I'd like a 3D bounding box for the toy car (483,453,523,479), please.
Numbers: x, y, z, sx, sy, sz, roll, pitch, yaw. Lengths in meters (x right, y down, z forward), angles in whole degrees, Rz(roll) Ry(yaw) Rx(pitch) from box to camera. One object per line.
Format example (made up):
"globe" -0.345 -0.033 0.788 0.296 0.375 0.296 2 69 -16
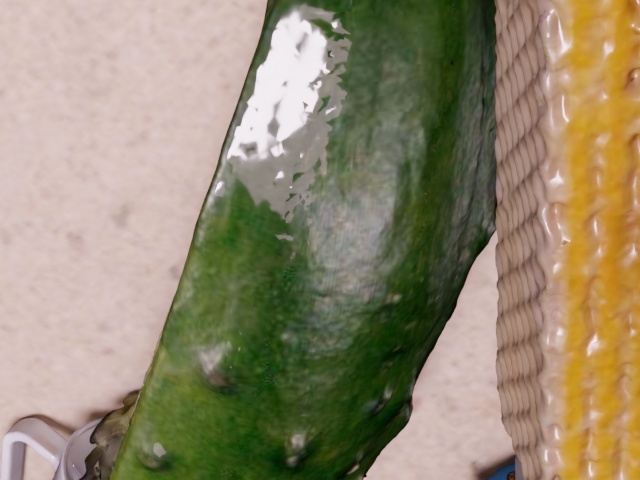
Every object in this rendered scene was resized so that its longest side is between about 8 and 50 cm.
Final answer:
"toy car" 0.112 0.194 0.920 0.100 0.097 0.191 -20 126 19

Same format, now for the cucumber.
"cucumber" 0.002 0.002 0.764 0.145 0.105 0.325 13 126 -9

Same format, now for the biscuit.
"biscuit" 0.097 -0.040 0.683 0.054 0.094 0.378 -8 129 -4

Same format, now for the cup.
"cup" -0.117 0.136 0.906 0.104 0.074 0.116 36 131 3
